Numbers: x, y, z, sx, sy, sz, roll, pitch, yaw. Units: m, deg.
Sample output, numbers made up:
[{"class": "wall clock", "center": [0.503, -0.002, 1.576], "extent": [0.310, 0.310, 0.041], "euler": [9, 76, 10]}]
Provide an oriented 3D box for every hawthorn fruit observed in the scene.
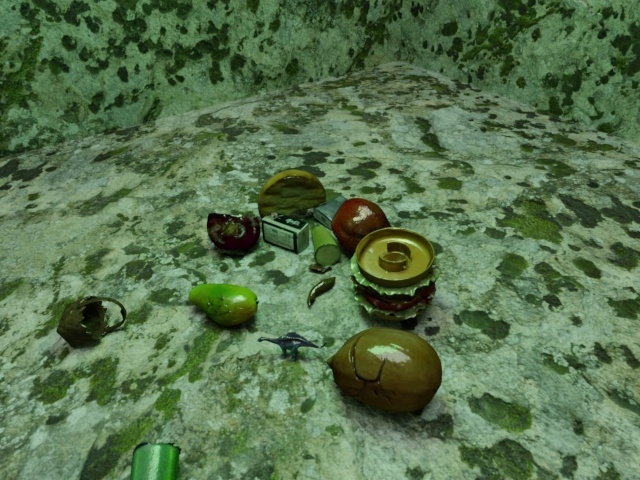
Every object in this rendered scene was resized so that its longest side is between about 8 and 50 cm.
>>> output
[{"class": "hawthorn fruit", "center": [0.132, -0.060, 1.628], "extent": [0.205, 0.205, 0.253], "euler": [-20, 36, -21]}]

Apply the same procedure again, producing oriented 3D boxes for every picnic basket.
[{"class": "picnic basket", "center": [-0.675, 0.232, 1.360], "extent": [0.178, 0.128, 0.138], "euler": [-15, 39, 0]}]

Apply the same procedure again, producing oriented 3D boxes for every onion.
[{"class": "onion", "center": [-0.318, -0.036, 1.696], "extent": [0.195, 0.140, 0.218], "euler": [-3, 1, -1]}]

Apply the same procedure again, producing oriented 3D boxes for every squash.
[{"class": "squash", "center": [0.000, 0.000, 1.664], "extent": [0.094, 0.094, 0.224], "euler": [-11, 31, -10]}]

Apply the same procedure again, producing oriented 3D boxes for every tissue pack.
[{"class": "tissue pack", "center": [-0.129, -0.032, 1.687], "extent": [0.170, 0.103, 0.090], "euler": [21, 40, 29]}, {"class": "tissue pack", "center": [0.062, -0.116, 1.816], "extent": [0.156, 0.051, 0.112], "euler": [-30, 54, -34]}]

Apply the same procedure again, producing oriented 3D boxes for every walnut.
[{"class": "walnut", "center": [0.149, 0.321, 1.131], "extent": [0.297, 0.203, 0.203], "euler": [-2, 36, 21]}]

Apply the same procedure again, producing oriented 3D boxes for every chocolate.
[{"class": "chocolate", "center": [-0.348, 0.571, 0.923], "extent": [0.110, 0.110, 0.291], "euler": [-8, 40, -6]}]

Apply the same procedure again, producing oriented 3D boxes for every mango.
[{"class": "mango", "center": [-0.302, 0.193, 1.401], "extent": [0.232, 0.111, 0.125], "euler": [7, 34, 15]}]

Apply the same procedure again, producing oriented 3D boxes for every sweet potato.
[{"class": "sweet potato", "center": [-0.003, 0.159, 1.483], "extent": [0.041, 0.038, 0.153], "euler": [1, 33, 45]}]

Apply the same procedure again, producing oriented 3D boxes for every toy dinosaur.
[{"class": "toy dinosaur", "center": [-0.081, 0.294, 1.276], "extent": [0.197, 0.080, 0.045], "euler": [2, 35, 7]}]

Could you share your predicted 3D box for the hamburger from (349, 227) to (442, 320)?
[{"class": "hamburger", "center": [0.225, 0.115, 1.377], "extent": [0.274, 0.212, 0.274], "euler": [-5, 37, 4]}]

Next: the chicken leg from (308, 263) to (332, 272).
[{"class": "chicken leg", "center": [-0.003, 0.098, 1.575], "extent": [0.083, 0.021, 0.036], "euler": [6, 29, 11]}]

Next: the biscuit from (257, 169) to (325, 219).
[{"class": "biscuit", "center": [-0.117, -0.179, 1.772], "extent": [0.274, 0.213, 0.091], "euler": [-15, 41, -5]}]

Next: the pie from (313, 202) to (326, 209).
[{"class": "pie", "center": [0.014, -0.135, 1.881], "extent": [0.085, 0.017, 0.085], "euler": [-2, 38, 1]}]
